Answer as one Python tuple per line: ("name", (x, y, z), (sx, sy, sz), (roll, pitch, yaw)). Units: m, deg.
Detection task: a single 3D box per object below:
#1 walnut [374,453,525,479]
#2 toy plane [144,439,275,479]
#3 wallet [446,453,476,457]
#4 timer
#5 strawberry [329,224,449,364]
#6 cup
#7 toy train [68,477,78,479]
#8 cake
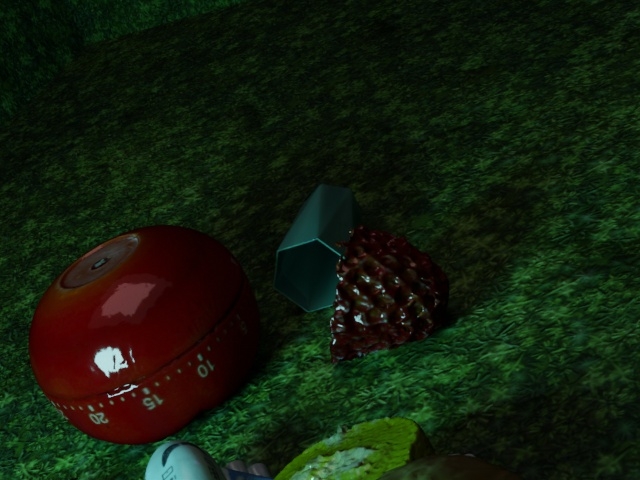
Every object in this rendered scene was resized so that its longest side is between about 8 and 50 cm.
("walnut", (0.120, 0.376, 1.310), (0.313, 0.277, 0.252), (-52, 5, -32))
("toy plane", (-0.162, 0.365, 1.700), (0.267, 0.122, 0.267), (5, 33, -3))
("wallet", (0.169, 0.319, 1.621), (0.061, 0.025, 0.122), (-13, 29, 13))
("timer", (-0.288, 0.142, 2.072), (0.378, 0.279, 0.378), (-24, 25, 12))
("strawberry", (0.105, 0.096, 1.956), (0.178, 0.234, 0.234), (11, 37, 8))
("cup", (0.000, 0.000, 2.219), (0.134, 0.148, 0.235), (-45, 17, 28))
("toy train", (-0.453, 0.439, 1.909), (0.253, 0.105, 0.157), (-23, 13, 8))
("cake", (0.044, 0.328, 1.570), (0.260, 0.156, 0.179), (-20, 18, 35))
